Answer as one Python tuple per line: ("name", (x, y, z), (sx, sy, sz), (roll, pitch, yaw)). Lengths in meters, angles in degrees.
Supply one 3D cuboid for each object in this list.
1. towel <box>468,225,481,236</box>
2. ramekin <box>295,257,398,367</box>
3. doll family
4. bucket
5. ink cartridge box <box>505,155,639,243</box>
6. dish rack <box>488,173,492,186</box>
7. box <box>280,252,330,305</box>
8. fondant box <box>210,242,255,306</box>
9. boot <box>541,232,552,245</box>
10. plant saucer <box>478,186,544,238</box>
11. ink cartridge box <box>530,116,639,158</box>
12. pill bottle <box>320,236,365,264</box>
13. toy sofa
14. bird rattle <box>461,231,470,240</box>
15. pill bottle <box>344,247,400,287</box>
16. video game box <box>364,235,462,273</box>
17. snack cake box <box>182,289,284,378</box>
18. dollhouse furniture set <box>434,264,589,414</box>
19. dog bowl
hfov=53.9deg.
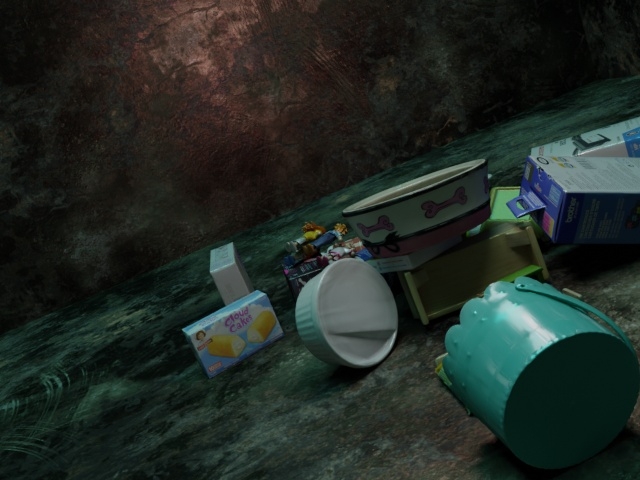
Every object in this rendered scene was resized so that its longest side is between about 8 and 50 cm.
("towel", (0.487, -0.037, 2.180), (0.332, 0.053, 0.317), (-12, 17, 36))
("ramekin", (0.057, 0.190, 1.583), (0.127, 0.272, 0.273), (-25, 8, 48))
("doll family", (0.000, 0.000, 1.976), (0.163, 0.118, 0.263), (-27, 18, -38))
("bucket", (0.359, 0.216, 1.026), (0.281, 0.281, 0.183), (-24, 23, -7))
("ink cartridge box", (0.688, -0.109, 1.609), (0.396, 0.151, 0.270), (2, 26, -3))
("dish rack", (0.524, -0.181, 2.610), (0.286, 0.072, 0.333), (-31, 17, -30))
("box", (-0.029, 0.143, 2.046), (0.142, 0.163, 0.247), (-19, 14, -5))
("fondant box", (-0.302, 0.158, 2.235), (0.096, 0.238, 0.330), (-24, 15, -5))
("boot", (0.706, -0.028, 1.781), (0.165, 0.077, 0.213), (-16, 11, 20))
("plant saucer", (0.571, -0.095, 1.858), (0.188, 0.045, 0.188), (2, 55, 32))
("ink cartridge box", (0.926, -0.265, 2.137), (0.395, 0.166, 0.285), (-15, 15, 25))
("pill bottle", (0.100, 0.061, 2.242), (0.216, 0.121, 0.121), (-18, 15, 12))
("toy sofa", (0.397, 0.082, 1.675), (0.363, 0.150, 0.177), (-21, 5, 1))
("bird rattle", (0.420, -0.089, 1.992), (0.143, 0.253, 0.207), (11, -4, -8))
("pill bottle", (0.190, 0.080, 1.978), (0.265, 0.153, 0.153), (-30, 16, -26))
("video game box", (0.252, 0.030, 1.718), (0.205, 0.048, 0.187), (-25, 5, -34))
("snack cake box", (-0.263, 0.279, 1.912), (0.264, 0.152, 0.089), (-28, 16, -21))
("dollhouse furniture set", (0.378, 0.195, 1.291), (0.302, 0.151, 0.197), (-24, 15, -7))
("dog bowl", (0.272, -0.081, 1.696), (0.408, 0.150, 0.408), (-20, 7, 2))
